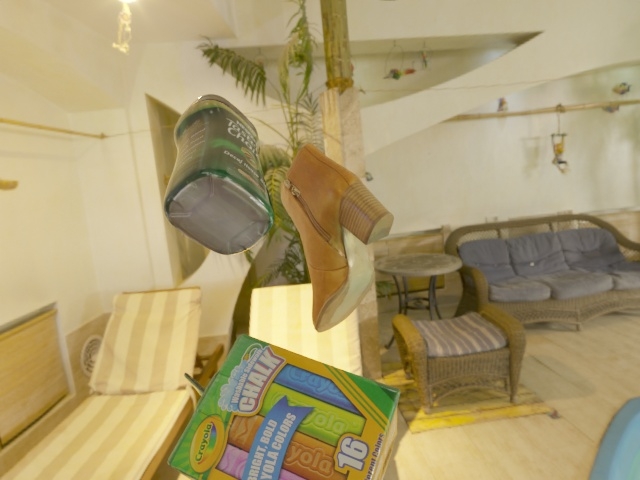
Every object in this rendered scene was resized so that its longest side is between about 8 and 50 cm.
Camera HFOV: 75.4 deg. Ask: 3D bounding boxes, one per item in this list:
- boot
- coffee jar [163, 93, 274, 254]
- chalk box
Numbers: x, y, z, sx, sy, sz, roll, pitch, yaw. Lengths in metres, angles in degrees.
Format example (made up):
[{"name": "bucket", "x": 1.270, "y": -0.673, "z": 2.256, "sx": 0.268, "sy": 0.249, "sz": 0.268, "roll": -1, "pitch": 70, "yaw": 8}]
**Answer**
[{"name": "boot", "x": -0.001, "y": 0.000, "z": 0.725, "sx": 0.104, "sy": 0.295, "sz": 0.211, "roll": -16, "pitch": 48, "yaw": -40}, {"name": "coffee jar", "x": -0.105, "y": -0.078, "z": 0.433, "sx": 0.079, "sy": 0.096, "sz": 0.184, "roll": -37, "pitch": 40, "yaw": 17}, {"name": "chalk box", "x": -0.061, "y": 0.258, "z": 0.545, "sx": 0.289, "sy": 0.180, "sz": 0.179, "roll": 13, "pitch": 53, "yaw": 19}]
